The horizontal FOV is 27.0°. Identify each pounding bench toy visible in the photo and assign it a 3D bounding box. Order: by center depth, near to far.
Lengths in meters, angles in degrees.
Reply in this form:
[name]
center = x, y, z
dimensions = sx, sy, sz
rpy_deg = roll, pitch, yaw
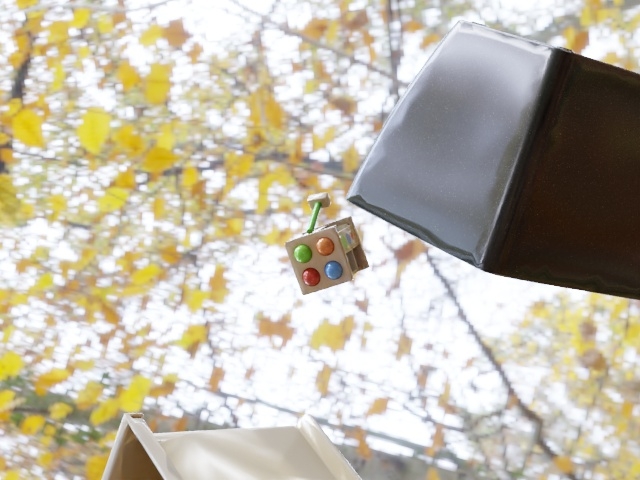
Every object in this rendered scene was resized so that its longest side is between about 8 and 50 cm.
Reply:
[pounding bench toy]
center = 0.000, 0.000, 1.228
dimensions = 0.083, 0.052, 0.065
rpy_deg = 70, -160, -4

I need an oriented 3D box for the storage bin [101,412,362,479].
[storage bin]
center = -0.037, 0.273, 0.711
dimensions = 0.123, 0.260, 0.262
rpy_deg = 2, -58, -37

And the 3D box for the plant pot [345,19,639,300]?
[plant pot]
center = 0.163, -0.068, 1.033
dimensions = 0.187, 0.188, 0.167
rpy_deg = 9, -76, -36
